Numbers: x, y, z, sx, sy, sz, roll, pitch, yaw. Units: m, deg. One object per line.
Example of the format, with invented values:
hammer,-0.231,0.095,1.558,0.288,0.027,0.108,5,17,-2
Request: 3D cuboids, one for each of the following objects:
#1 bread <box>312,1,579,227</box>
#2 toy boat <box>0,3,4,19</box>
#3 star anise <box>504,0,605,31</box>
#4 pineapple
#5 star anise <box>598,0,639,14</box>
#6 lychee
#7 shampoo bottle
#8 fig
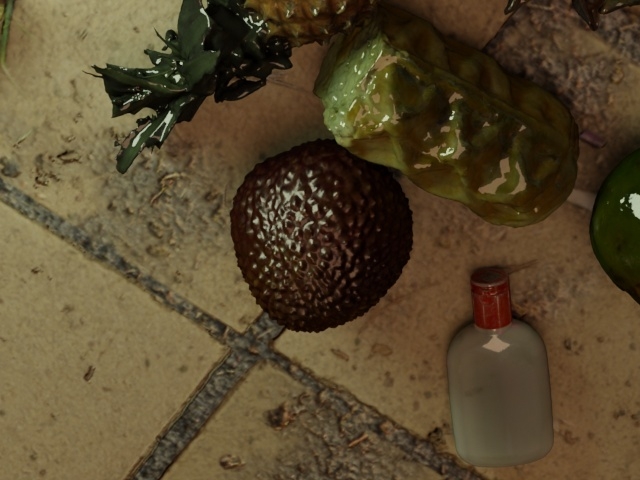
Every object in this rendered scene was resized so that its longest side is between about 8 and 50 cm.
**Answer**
bread,0.133,-0.114,1.885,0.267,0.130,0.152,27,77,-19
toy boat,-0.449,-0.264,1.842,0.310,0.089,0.115,19,117,-9
star anise,0.260,-0.299,1.842,0.171,0.063,0.208,-1,117,-5
pineapple,-0.079,-0.200,1.836,0.364,0.165,0.165,-39,109,18
star anise,0.382,-0.277,1.811,0.288,0.088,0.288,-12,123,-18
lychee,-0.001,-0.006,1.921,0.194,0.194,0.194,0,115,0
shampoo bottle,0.187,0.135,2.052,0.108,0.051,0.221,-5,116,5
fig,0.389,-0.028,1.925,0.245,0.195,0.195,-36,115,-22
